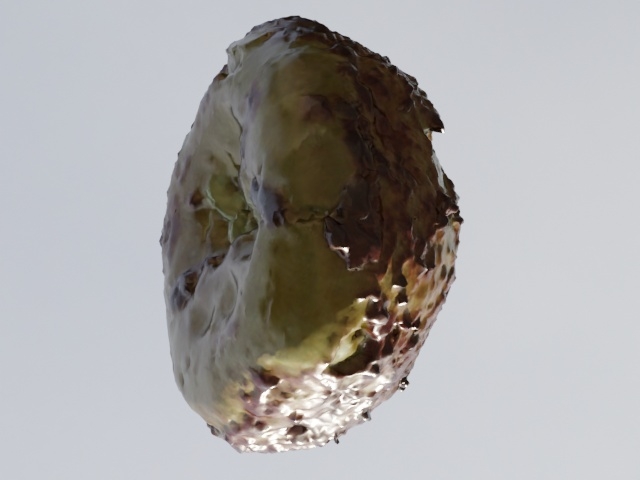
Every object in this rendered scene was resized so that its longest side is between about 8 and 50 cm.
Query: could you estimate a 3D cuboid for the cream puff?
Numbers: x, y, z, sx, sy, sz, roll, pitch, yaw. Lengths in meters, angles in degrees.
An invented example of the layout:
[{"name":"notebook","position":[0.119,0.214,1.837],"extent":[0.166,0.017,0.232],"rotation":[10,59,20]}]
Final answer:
[{"name":"cream puff","position":[0.000,0.000,0.514],"extent":[0.084,0.149,0.149],"rotation":[4,-120,-22]}]
